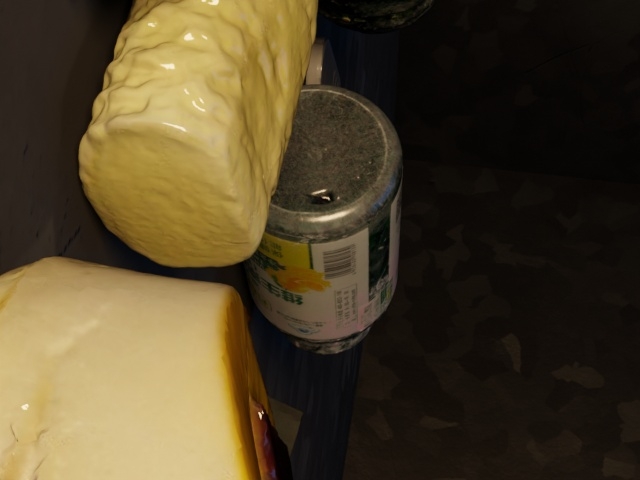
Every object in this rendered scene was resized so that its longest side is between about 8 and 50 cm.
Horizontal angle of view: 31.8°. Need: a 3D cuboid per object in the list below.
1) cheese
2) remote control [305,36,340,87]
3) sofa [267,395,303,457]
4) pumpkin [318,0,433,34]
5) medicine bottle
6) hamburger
[{"bbox_3d":[-0.058,-0.080,0.581,0.123,0.094,0.167,91,8,-54],"label":"cheese"},{"bbox_3d":[0.005,-0.190,1.398,0.245,0.022,0.077,54,41,-82],"label":"remote control"},{"bbox_3d":[-0.068,0.220,1.059,0.147,0.060,0.085,-71,-177,-63],"label":"sofa"},{"bbox_3d":[0.055,-0.307,1.084,0.220,0.162,0.220,17,90,-79],"label":"pumpkin"},{"bbox_3d":[0.000,0.000,0.988,0.293,0.141,0.141,84,14,-62],"label":"medicine bottle"},{"bbox_3d":[-0.076,0.135,0.424,0.295,0.151,0.227,77,2,-57],"label":"hamburger"}]
